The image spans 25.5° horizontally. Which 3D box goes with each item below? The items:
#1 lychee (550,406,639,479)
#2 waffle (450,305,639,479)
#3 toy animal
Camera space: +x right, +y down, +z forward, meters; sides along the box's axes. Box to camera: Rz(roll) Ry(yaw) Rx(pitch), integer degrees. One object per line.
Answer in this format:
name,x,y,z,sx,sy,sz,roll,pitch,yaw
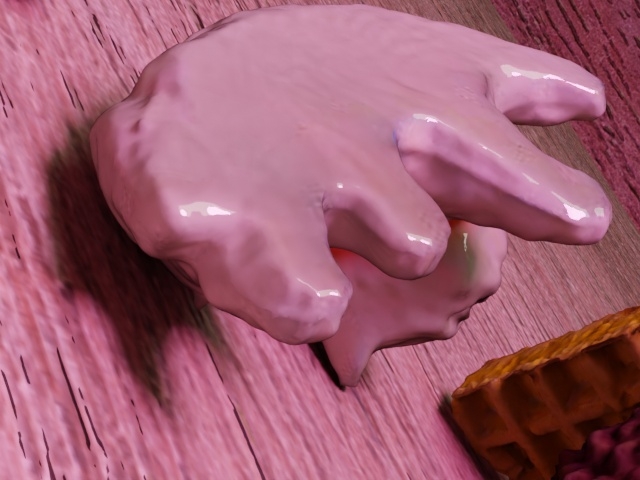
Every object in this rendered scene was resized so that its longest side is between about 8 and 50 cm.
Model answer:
lychee,0.196,0.199,0.681,0.271,0.271,0.271,48,17,-20
waffle,0.216,0.149,0.866,0.057,0.229,0.219,-38,97,-42
toy animal,0.000,0.000,0.723,0.266,0.188,0.308,26,36,-15
